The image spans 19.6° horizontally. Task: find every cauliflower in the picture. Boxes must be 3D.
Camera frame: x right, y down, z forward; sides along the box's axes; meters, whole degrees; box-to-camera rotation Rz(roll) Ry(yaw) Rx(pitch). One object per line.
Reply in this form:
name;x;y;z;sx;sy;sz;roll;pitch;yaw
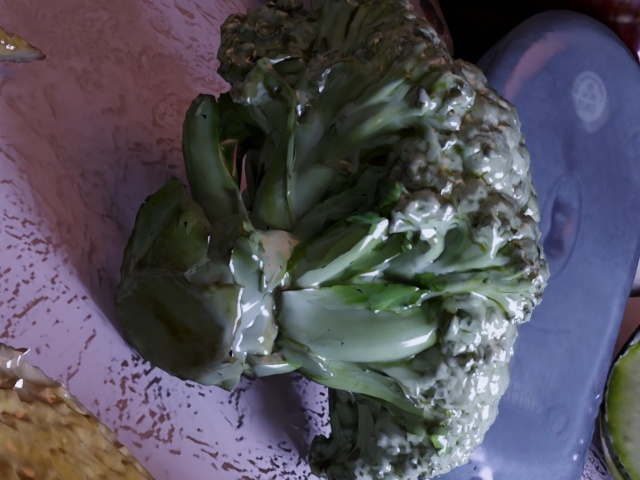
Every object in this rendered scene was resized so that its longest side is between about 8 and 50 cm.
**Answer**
cauliflower;0.000;0.000;1.092;0.250;0.272;0.275;-19;58;-31

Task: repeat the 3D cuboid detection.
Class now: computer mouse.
computer mouse;0.127;0.020;1.303;0.188;0.122;0.371;24;73;-34

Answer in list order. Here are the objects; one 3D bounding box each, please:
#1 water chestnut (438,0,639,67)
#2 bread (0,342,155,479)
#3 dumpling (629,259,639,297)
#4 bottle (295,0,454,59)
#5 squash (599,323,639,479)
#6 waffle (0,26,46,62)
water chestnut;0.249;-0.222;1.493;0.350;0.350;0.302;-5;104;-60
bread;-0.121;0.161;0.806;0.245;0.121;0.174;47;20;-8
dumpling;0.248;-0.024;1.569;0.166;0.126;0.216;31;25;-20
bottle;0.038;-0.160;1.414;0.120;0.120;0.253;18;45;-50
squash;0.350;0.139;1.503;0.233;0.210;0.309;51;20;21
waffle;-0.227;-0.104;1.016;0.191;0.032;0.125;33;34;-36
